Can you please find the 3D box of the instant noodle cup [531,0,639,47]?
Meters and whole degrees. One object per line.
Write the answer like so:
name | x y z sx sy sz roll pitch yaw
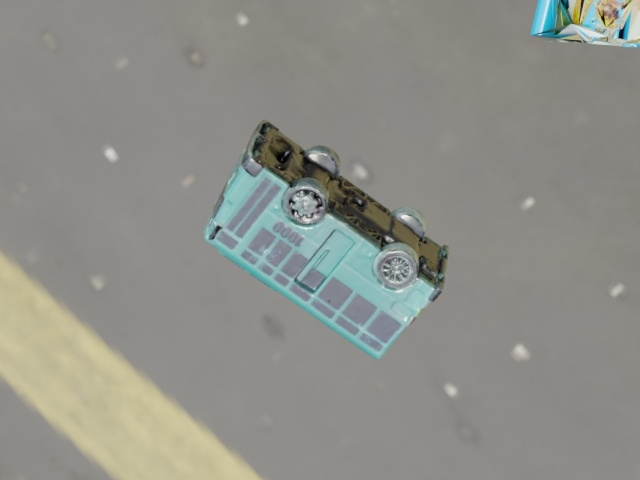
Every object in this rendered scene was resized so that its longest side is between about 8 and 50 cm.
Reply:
instant noodle cup | 0.340 -0.290 2.042 0.240 0.240 0.178 13 102 47

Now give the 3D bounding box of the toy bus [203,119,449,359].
toy bus | 0.000 0.000 1.313 0.160 0.079 0.092 35 113 -9
